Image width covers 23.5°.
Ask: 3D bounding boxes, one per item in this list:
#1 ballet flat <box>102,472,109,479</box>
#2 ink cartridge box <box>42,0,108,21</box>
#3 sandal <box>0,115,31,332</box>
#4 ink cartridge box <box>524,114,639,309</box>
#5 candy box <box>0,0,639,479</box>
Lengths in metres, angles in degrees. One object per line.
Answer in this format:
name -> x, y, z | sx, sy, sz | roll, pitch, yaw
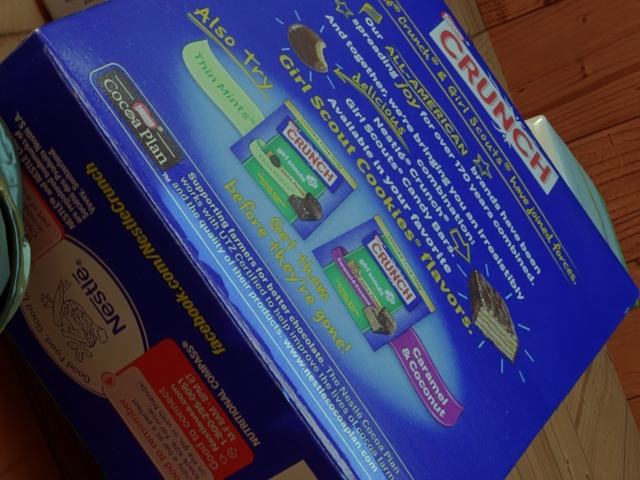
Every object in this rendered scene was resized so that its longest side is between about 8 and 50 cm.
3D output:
ballet flat -> -0.063, 0.074, 0.793 | 0.213, 0.068, 0.072 | -87, 153, -56
ink cartridge box -> -0.077, -0.091, 0.934 | 0.191, 0.082, 0.140 | 64, 16, -17
sandal -> -0.133, 0.004, 0.504 | 0.090, 0.060, 0.219 | 61, 18, -18
ink cartridge box -> 0.132, 0.004, 1.304 | 0.353, 0.207, 0.119 | 33, 41, -67
candy box -> 0.000, 0.000, 0.743 | 0.268, 0.122, 0.317 | 55, 35, -1
